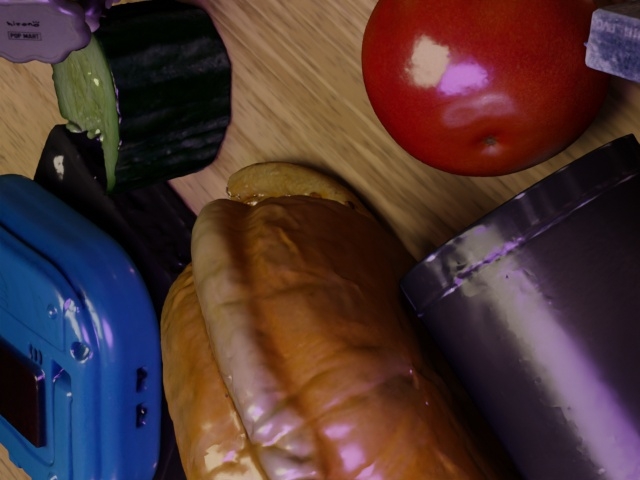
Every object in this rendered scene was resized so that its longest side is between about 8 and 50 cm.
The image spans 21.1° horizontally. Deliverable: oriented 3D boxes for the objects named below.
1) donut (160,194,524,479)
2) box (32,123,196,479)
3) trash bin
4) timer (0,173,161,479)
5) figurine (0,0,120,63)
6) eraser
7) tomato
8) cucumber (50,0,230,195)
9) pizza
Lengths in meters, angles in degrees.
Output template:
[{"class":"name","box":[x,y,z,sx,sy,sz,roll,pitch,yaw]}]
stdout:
[{"class":"donut","box":[0.038,0.157,1.349,0.198,0.449,0.449,-31,76,11]},{"class":"box","box":[-0.222,0.087,1.875,0.359,0.091,0.350,50,137,29]},{"class":"trash bin","box":[0.221,0.101,1.234,0.203,0.252,0.301,-36,82,29]},{"class":"timer","box":[-0.292,0.108,1.809,0.340,0.115,0.309,32,130,42]},{"class":"figurine","box":[-0.249,-0.323,1.649,0.166,0.207,0.387,89,-176,-48]},{"class":"eraser","box":[0.291,-0.120,1.171,0.212,0.092,0.046,24,119,42]},{"class":"tomato","box":[0.124,-0.128,1.284,0.195,0.195,0.136,-46,35,48]},{"class":"cucumber","box":[-0.189,-0.157,1.715,0.191,0.130,0.191,22,119,49]},{"class":"pizza","box":[-0.002,0.001,1.599,0.246,0.058,0.127,50,136,25]}]
